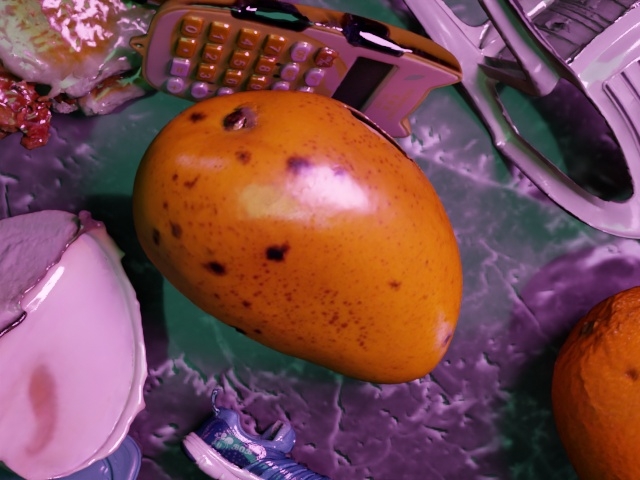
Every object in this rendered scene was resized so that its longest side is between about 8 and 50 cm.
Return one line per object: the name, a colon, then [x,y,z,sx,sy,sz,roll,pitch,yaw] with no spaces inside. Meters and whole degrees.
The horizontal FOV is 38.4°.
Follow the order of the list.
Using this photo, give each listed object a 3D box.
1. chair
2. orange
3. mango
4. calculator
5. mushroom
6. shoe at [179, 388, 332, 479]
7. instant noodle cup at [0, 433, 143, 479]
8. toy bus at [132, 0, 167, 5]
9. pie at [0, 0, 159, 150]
chair: [0.201,-0.155,0.674,0.203,0.190,0.275,-40,124,7]
orange: [0.278,0.131,0.710,0.206,0.206,0.206,0,99,1]
mango: [0.000,0.000,0.705,0.290,0.160,0.191,41,112,-20]
calculator: [-0.023,-0.131,0.690,0.236,0.157,0.033,8,72,-15]
mushroom: [-0.259,0.108,0.743,0.236,0.173,0.162,-57,131,-27]
shoe: [-0.048,0.187,0.792,0.143,0.064,0.071,29,79,-9]
instant noodle cup: [-0.243,0.235,0.762,0.157,0.070,0.179,15,58,0]
toy bus: [-0.065,-0.265,0.671,0.114,0.098,0.201,16,83,-24]
pie: [-0.207,-0.231,0.717,0.257,0.105,0.274,-26,101,-10]
